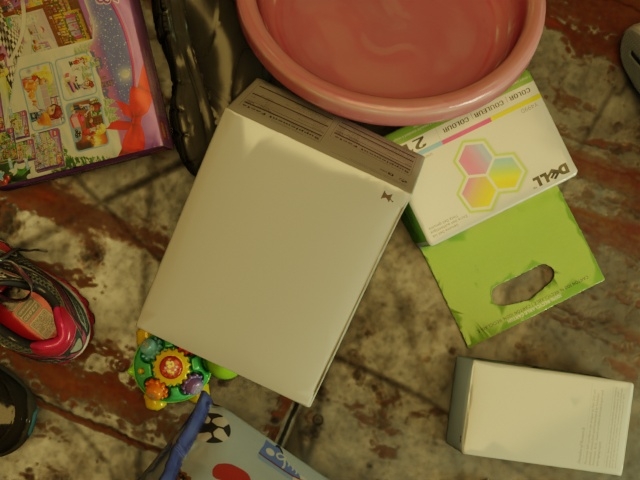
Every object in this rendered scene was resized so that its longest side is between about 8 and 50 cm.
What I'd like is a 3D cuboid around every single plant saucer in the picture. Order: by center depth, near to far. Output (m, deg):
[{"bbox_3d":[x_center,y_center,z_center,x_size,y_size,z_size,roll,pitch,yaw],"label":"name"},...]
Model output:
[{"bbox_3d":[0.073,-0.251,1.414,0.332,0.084,0.332,3,60,-4],"label":"plant saucer"}]

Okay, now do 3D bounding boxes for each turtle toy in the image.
[{"bbox_3d":[-0.149,0.136,1.441,0.130,0.066,0.095,-8,88,-4],"label":"turtle toy"}]

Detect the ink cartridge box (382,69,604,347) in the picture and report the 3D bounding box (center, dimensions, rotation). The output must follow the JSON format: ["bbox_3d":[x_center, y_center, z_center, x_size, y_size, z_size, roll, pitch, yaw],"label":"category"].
[{"bbox_3d":[0.197,-0.033,1.458,0.188,0.097,0.255,-26,89,-5],"label":"ink cartridge box"}]

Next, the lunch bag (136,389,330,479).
[{"bbox_3d":[-0.104,0.400,1.342,0.328,0.239,0.385,33,118,-3],"label":"lunch bag"}]

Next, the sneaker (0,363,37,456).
[{"bbox_3d":[-0.473,0.158,1.381,0.340,0.139,0.125,16,85,-5],"label":"sneaker"}]

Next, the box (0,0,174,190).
[{"bbox_3d":[-0.293,-0.218,1.434,0.201,0.057,0.293,-13,89,7],"label":"box"}]

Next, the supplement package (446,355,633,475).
[{"bbox_3d":[0.240,0.192,1.448,0.179,0.105,0.105,8,87,-5],"label":"supplement package"}]

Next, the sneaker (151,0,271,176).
[{"bbox_3d":[-0.116,-0.219,1.450,0.130,0.109,0.286,-11,98,-11],"label":"sneaker"}]

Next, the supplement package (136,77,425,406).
[{"bbox_3d":[-0.041,0.000,1.364,0.204,0.145,0.262,25,110,0],"label":"supplement package"}]

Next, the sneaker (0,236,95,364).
[{"bbox_3d":[-0.376,0.027,1.407,0.299,0.112,0.121,30,86,-2],"label":"sneaker"}]

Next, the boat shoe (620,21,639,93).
[{"bbox_3d":[0.442,-0.139,1.430,0.094,0.109,0.302,-19,60,-12],"label":"boat shoe"}]
